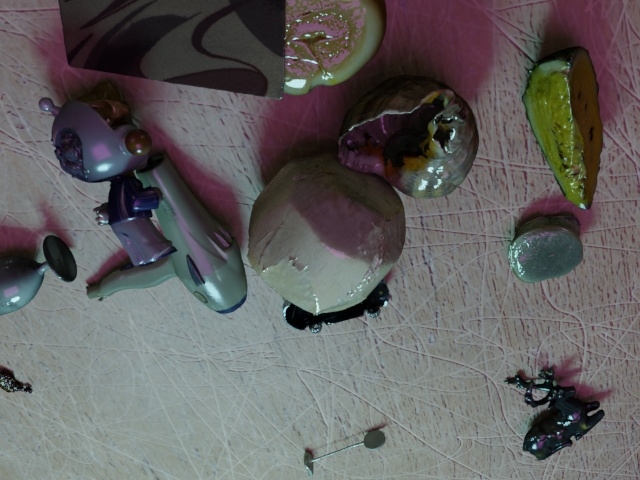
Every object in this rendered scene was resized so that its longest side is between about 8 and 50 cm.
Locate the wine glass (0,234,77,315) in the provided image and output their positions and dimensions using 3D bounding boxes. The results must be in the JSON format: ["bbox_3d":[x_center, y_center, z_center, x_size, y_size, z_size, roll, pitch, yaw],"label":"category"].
[{"bbox_3d":[-0.523,0.071,1.396,0.202,0.093,0.093,-26,128,10],"label":"wine glass"}]

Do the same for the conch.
[{"bbox_3d":[0.142,-0.176,1.238,0.210,0.159,0.291,15,155,2],"label":"conch"}]

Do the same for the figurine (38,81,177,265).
[{"bbox_3d":[-0.310,-0.092,1.229,0.133,0.194,0.274,-25,118,-29],"label":"figurine"}]

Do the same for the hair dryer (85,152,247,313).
[{"bbox_3d":[-0.279,-0.008,1.375,0.298,0.119,0.296,2,124,7],"label":"hair dryer"}]

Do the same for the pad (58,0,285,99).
[{"bbox_3d":[-0.207,-0.310,1.113,0.330,0.004,0.220,10,129,9],"label":"pad"}]

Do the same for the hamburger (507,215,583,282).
[{"bbox_3d":[0.409,0.015,1.497,0.140,0.062,0.133,-10,126,3],"label":"hamburger"}]

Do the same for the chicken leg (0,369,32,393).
[{"bbox_3d":[-0.603,0.280,1.602,0.036,0.021,0.083,-34,127,8],"label":"chicken leg"}]

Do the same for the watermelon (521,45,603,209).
[{"bbox_3d":[0.390,-0.191,1.281,0.123,0.129,0.301,-17,135,9],"label":"watermelon"}]

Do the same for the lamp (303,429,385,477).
[{"bbox_3d":[0.056,0.475,1.834,0.198,0.050,0.056,-20,126,11],"label":"lamp"}]

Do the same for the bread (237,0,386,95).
[{"bbox_3d":[-0.017,-0.309,1.145,0.213,0.104,0.213,0,131,0],"label":"bread"}]

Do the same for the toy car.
[{"bbox_3d":[0.027,0.112,1.527,0.205,0.056,0.095,-16,130,10],"label":"toy car"}]

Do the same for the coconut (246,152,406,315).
[{"bbox_3d":[0.000,0.000,1.314,0.245,0.245,0.247,23,120,-24],"label":"coconut"}]

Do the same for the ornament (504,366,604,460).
[{"bbox_3d":[0.477,0.372,1.790,0.202,0.080,0.236,-40,126,19],"label":"ornament"}]
